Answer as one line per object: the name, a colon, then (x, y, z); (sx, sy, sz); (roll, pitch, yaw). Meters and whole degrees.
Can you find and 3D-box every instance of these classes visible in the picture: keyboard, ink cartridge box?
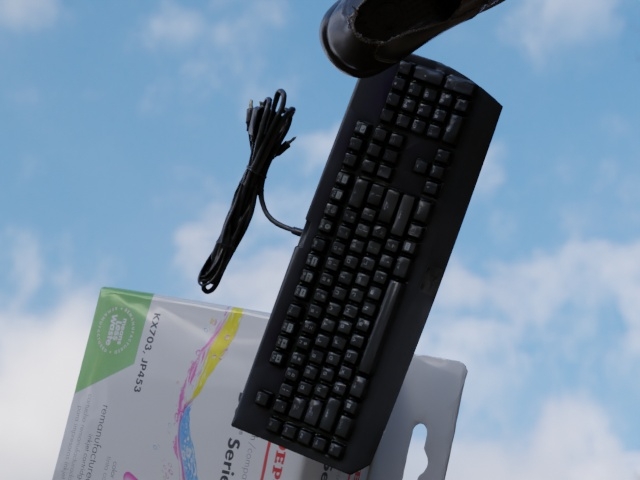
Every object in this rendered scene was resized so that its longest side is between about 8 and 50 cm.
keyboard: (0.000, 0.000, 1.160); (0.201, 0.317, 0.033); (20, -1, 21)
ink cartridge box: (-0.060, 0.169, 1.367); (0.353, 0.207, 0.119); (7, -10, 34)

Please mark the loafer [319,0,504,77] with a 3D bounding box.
loafer: (0.100, -0.190, 1.056); (0.220, 0.078, 0.080); (-40, -83, -3)
